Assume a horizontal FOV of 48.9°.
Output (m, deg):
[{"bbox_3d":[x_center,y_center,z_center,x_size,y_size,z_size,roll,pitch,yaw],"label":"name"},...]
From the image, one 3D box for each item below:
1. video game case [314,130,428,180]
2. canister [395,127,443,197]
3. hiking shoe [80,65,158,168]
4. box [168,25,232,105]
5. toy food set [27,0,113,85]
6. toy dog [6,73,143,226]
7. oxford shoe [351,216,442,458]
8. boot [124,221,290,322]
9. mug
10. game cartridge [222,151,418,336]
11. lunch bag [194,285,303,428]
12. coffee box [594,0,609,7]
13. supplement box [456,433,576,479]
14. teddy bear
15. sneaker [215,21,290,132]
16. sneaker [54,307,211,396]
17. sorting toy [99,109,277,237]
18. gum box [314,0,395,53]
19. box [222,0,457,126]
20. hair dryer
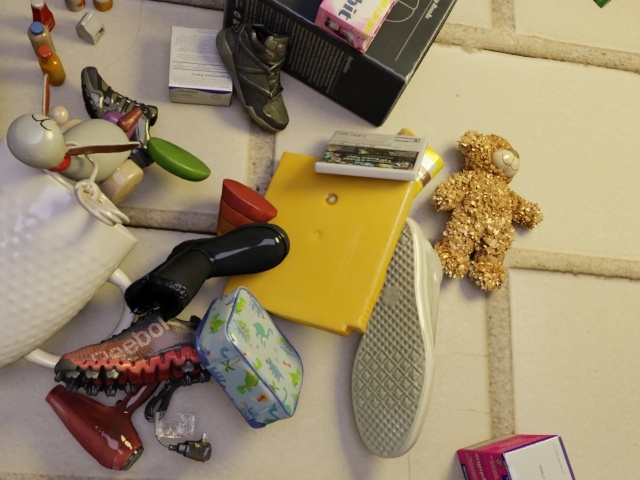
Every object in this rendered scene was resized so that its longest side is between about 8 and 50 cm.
[{"bbox_3d":[0.101,-0.164,1.347,0.190,0.022,0.173,7,31,13],"label":"video game case"},{"bbox_3d":[0.154,-0.133,1.433,0.126,0.073,0.170,42,71,4],"label":"canister"},{"bbox_3d":[-0.379,-0.244,1.370,0.114,0.086,0.227,-30,92,-22],"label":"hiking shoe"},{"bbox_3d":[-0.240,-0.350,1.420,0.126,0.072,0.137,3,74,-10],"label":"box"},{"bbox_3d":[-0.500,-0.433,1.378,0.111,0.104,0.232,30,72,-1],"label":"toy food set"},{"bbox_3d":[-0.357,-0.163,1.107,0.220,0.333,0.161,38,89,-21],"label":"toy dog"},{"bbox_3d":[0.155,0.176,1.321,0.169,0.130,0.449,-6,73,32],"label":"oxford shoe"},{"bbox_3d":[-0.192,0.057,1.215,0.246,0.207,0.094,-8,111,19],"label":"boot"},{"bbox_3d":[-0.483,0.071,1.184,0.374,0.276,0.328,42,82,-28],"label":"mug"},{"bbox_3d":[0.000,0.000,1.319,0.285,0.053,0.324,14,72,25],"label":"game cartridge"},{"bbox_3d":[-0.118,0.200,1.220,0.090,0.176,0.219,-26,114,19],"label":"lunch bag"},{"bbox_3d":[0.650,-0.656,1.677,0.113,0.040,0.184,-39,85,-17],"label":"coffee box"},{"bbox_3d":[0.343,0.411,1.244,0.114,0.220,0.111,-14,77,-12],"label":"supplement box"},{"bbox_3d":[0.335,-0.065,1.428,0.245,0.113,0.338,34,72,-2],"label":"teddy bear"},{"bbox_3d":[-0.102,-0.322,1.376,0.087,0.130,0.227,-46,118,-46],"label":"sneaker"},{"bbox_3d":[-0.314,0.187,1.214,0.276,0.097,0.135,-4,58,-20],"label":"sneaker"},{"bbox_3d":[-0.265,-0.096,1.303,0.365,0.127,0.126,30,103,-8],"label":"sorting toy"},{"bbox_3d":[0.078,-0.445,1.286,0.107,0.062,0.188,30,72,-1],"label":"gum box"},{"bbox_3d":[0.046,-0.479,1.433,0.395,0.212,0.293,31,72,0],"label":"box"},{"bbox_3d":[-0.333,0.293,1.247,0.293,0.080,0.223,3,57,-14],"label":"hair dryer"}]
